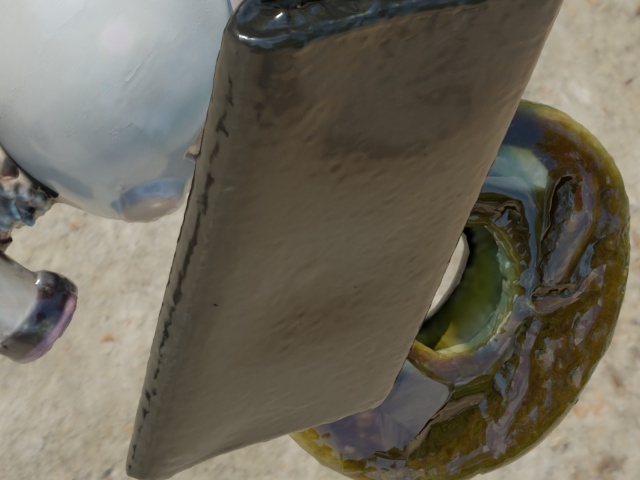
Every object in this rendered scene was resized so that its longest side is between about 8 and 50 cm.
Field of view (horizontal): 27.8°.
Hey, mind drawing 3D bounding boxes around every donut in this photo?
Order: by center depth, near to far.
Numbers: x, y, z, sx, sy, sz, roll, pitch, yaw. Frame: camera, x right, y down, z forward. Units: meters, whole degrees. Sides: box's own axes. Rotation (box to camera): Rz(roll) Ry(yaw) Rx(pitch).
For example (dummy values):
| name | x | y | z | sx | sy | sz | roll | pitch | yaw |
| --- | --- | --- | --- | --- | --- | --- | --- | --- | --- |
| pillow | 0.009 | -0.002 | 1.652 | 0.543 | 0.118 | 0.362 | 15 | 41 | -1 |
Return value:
| name | x | y | z | sx | sy | sz | roll | pitch | yaw |
| --- | --- | --- | --- | --- | --- | --- | --- | --- | --- |
| donut | 0.080 | 0.025 | 1.028 | 0.330 | 0.160 | 0.330 | -6 | 105 | -23 |

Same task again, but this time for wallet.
| name | x | y | z | sx | sy | sz | roll | pitch | yaw |
| --- | --- | --- | --- | --- | --- | --- | --- | --- | --- |
| wallet | 0.000 | 0.000 | 0.619 | 0.170 | 0.321 | 0.044 | -17 | 56 | -30 |

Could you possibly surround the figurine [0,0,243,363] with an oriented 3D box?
| name | x | y | z | sx | sy | sz | roll | pitch | yaw |
| --- | --- | --- | --- | --- | --- | --- | --- | --- | --- |
| figurine | -0.193 | -0.098 | 0.957 | 0.361 | 0.211 | 0.253 | -43 | 82 | -1 |
